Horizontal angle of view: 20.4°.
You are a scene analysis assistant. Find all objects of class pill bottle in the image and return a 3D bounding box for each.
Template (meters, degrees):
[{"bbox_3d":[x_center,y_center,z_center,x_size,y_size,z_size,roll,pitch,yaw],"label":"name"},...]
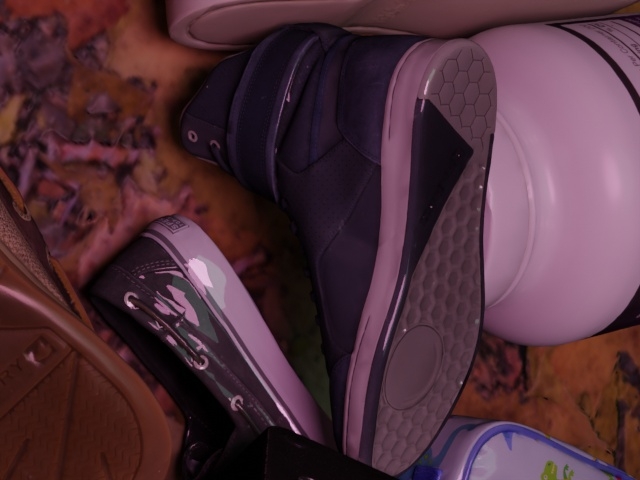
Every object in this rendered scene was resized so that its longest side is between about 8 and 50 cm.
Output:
[{"bbox_3d":[0.176,-0.041,1.031,0.323,0.181,0.182,-11,95,-36],"label":"pill bottle"}]

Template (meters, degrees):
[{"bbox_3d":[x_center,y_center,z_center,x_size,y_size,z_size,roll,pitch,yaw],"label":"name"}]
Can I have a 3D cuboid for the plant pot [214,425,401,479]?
[{"bbox_3d":[-0.004,0.197,0.820,0.188,0.187,0.167,24,101,-5],"label":"plant pot"}]

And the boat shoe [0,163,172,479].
[{"bbox_3d":[-0.197,-0.012,0.800,0.123,0.123,0.342,-41,109,1],"label":"boat shoe"}]

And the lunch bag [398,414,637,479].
[{"bbox_3d":[0.096,0.216,1.019,0.176,0.090,0.219,25,74,-34],"label":"lunch bag"}]

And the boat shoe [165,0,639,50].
[{"bbox_3d":[0.053,-0.165,0.987,0.324,0.116,0.097,-6,79,-33],"label":"boat shoe"}]

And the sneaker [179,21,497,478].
[{"bbox_3d":[0.001,-0.001,0.913,0.086,0.163,0.226,-4,105,-50],"label":"sneaker"}]

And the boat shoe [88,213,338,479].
[{"bbox_3d":[-0.044,0.098,0.930,0.076,0.080,0.228,-37,109,-23],"label":"boat shoe"}]
